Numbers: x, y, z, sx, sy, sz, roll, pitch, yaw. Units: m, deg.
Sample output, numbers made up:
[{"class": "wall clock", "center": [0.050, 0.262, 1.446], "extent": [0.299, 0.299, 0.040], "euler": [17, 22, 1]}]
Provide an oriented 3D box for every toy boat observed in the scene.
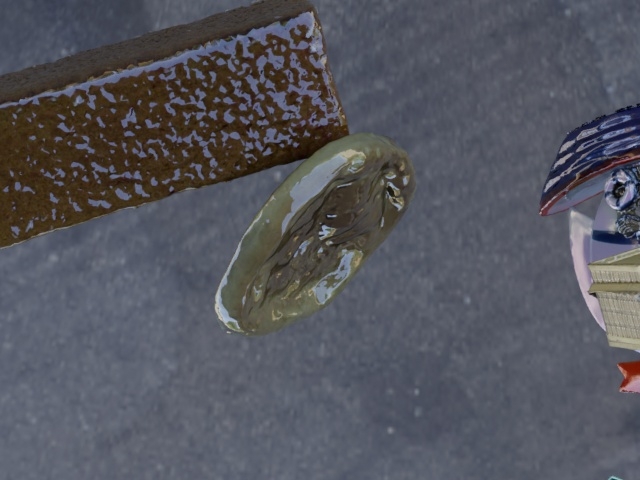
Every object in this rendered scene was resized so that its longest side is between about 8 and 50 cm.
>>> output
[{"class": "toy boat", "center": [0.329, 0.002, 1.543], "extent": [0.072, 0.318, 0.219], "euler": [6, -176, -44]}]

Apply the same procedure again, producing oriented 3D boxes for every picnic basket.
[{"class": "picnic basket", "center": [0.331, 0.038, 1.231], "extent": [0.164, 0.115, 0.079], "euler": [-16, 93, -14]}]

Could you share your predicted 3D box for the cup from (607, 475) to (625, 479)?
[{"class": "cup", "center": [0.477, 0.412, 1.888], "extent": [0.236, 0.134, 0.148], "euler": [21, 118, -35]}]

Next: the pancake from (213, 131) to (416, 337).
[{"class": "pancake", "center": [0.000, 0.000, 1.499], "extent": [0.049, 0.294, 0.294], "euler": [43, 133, 19]}]

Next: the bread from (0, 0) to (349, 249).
[{"class": "bread", "center": [-0.188, -0.120, 1.422], "extent": [0.416, 0.113, 0.165], "euler": [-16, 110, -6]}]
